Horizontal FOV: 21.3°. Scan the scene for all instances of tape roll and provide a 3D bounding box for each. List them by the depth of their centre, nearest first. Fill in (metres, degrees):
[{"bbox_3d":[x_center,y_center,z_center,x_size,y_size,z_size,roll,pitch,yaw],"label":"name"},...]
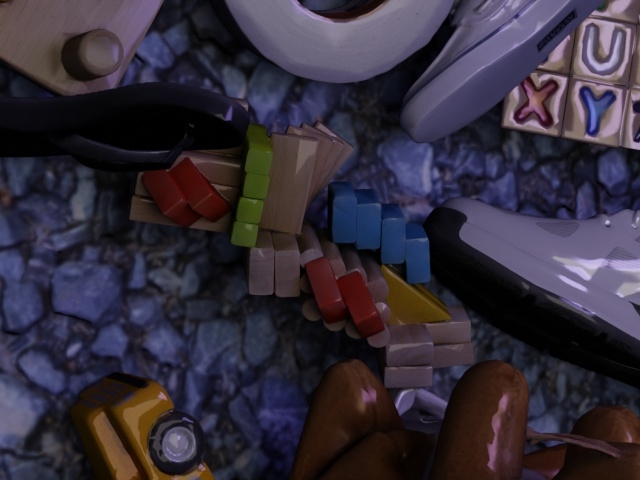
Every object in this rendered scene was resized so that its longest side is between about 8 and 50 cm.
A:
[{"bbox_3d":[0.009,-0.247,1.450,0.219,0.072,0.219,-4,104,-15],"label":"tape roll"}]

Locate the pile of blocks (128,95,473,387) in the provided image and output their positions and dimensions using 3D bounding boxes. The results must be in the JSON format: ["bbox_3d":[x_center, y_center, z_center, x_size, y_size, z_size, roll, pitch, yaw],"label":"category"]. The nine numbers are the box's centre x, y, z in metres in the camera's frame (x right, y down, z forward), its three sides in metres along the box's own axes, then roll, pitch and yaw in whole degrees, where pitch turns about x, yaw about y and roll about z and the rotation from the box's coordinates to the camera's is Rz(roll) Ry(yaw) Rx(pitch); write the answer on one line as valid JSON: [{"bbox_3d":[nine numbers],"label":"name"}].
[{"bbox_3d":[0.000,0.000,1.412,0.362,0.112,0.149,32,103,-16],"label":"pile of blocks"}]

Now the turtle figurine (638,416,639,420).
[{"bbox_3d":[0.398,0.265,1.660,0.266,0.274,0.197,15,111,-4],"label":"turtle figurine"}]

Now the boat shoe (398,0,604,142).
[{"bbox_3d":[0.156,-0.190,1.483,0.258,0.095,0.084,-40,69,-9],"label":"boat shoe"}]

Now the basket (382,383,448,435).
[{"bbox_3d":[0.060,0.215,1.495,0.113,0.103,0.167,30,79,-23],"label":"basket"}]

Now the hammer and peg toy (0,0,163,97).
[{"bbox_3d":[-0.205,-0.317,1.346,0.266,0.127,0.361,30,78,-21],"label":"hammer and peg toy"}]

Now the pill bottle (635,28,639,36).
[{"bbox_3d":[0.339,-0.135,1.622,0.103,0.103,0.184,-48,110,-17],"label":"pill bottle"}]

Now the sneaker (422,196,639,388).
[{"bbox_3d":[0.324,0.003,1.558,0.447,0.169,0.257,24,78,-6],"label":"sneaker"}]

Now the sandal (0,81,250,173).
[{"bbox_3d":[-0.172,-0.076,1.326,0.097,0.254,0.054,43,48,-63],"label":"sandal"}]

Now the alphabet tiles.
[{"bbox_3d":[0.268,-0.257,1.543,0.285,0.011,0.342,9,89,-10],"label":"alphabet tiles"}]

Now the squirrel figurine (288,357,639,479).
[{"bbox_3d":[0.136,0.294,1.268,0.281,0.370,0.397,30,78,-25],"label":"squirrel figurine"}]

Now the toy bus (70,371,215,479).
[{"bbox_3d":[-0.117,0.277,1.409,0.130,0.108,0.332,-32,104,-20],"label":"toy bus"}]
